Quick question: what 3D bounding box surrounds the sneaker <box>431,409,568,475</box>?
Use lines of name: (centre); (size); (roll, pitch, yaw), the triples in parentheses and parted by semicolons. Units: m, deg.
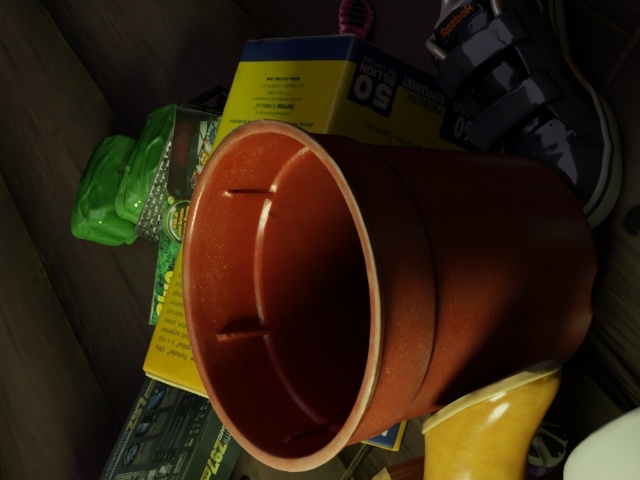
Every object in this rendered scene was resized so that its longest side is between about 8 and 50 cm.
sneaker: (0.152, 0.174, 1.188); (0.170, 0.068, 0.071); (20, 105, 63)

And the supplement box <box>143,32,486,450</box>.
supplement box: (0.000, 0.000, 1.348); (0.195, 0.194, 0.356); (9, 81, 55)

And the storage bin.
storage bin: (-0.130, -0.075, 1.581); (0.180, 0.084, 0.122); (-67, -10, 26)

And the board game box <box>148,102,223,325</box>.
board game box: (-0.110, -0.012, 1.505); (0.136, 0.030, 0.259); (15, 110, 13)

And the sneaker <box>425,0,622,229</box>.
sneaker: (0.172, -0.149, 1.256); (0.126, 0.127, 0.321); (-40, 46, 33)

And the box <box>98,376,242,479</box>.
box: (-0.161, 0.231, 1.511); (0.183, 0.059, 0.232); (-17, 41, 47)

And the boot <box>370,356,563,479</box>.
boot: (0.146, 0.234, 1.062); (0.211, 0.104, 0.295); (64, 148, 20)

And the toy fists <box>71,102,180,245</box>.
toy fists: (-0.237, -0.070, 1.789); (0.279, 0.096, 0.142); (-18, 47, 49)

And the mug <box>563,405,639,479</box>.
mug: (0.345, 0.246, 0.737); (0.374, 0.276, 0.328); (-15, 63, 14)

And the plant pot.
plant pot: (0.068, 0.033, 1.132); (0.272, 0.265, 0.272); (10, 102, 54)

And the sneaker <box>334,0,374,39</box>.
sneaker: (0.029, -0.224, 1.558); (0.057, 0.047, 0.119); (-33, 46, 55)
